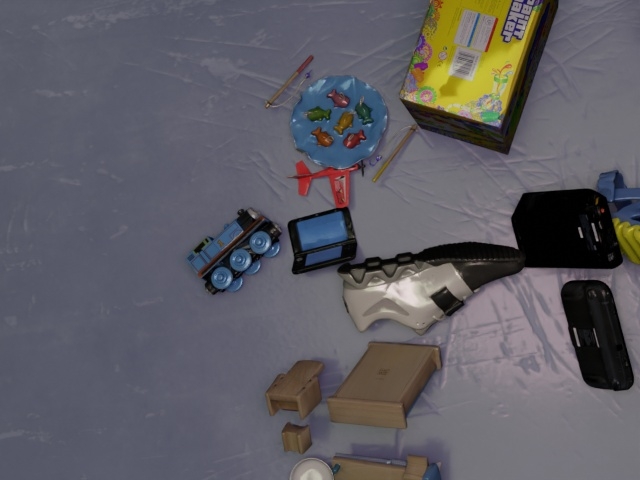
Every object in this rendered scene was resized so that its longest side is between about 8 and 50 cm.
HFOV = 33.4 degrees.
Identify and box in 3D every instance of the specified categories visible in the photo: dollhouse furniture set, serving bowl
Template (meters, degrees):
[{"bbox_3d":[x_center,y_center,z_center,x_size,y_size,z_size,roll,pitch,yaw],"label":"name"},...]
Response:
[{"bbox_3d":[0.093,0.362,1.914,0.287,0.198,0.303,1,115,26],"label":"dollhouse furniture set"},{"bbox_3d":[-0.013,0.439,1.954,0.083,0.027,0.083,-1,85,12],"label":"serving bowl"}]

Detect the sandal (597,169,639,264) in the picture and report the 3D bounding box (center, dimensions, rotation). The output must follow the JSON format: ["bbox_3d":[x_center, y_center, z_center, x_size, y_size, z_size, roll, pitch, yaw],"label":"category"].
[{"bbox_3d":[0.537,-0.034,1.782,0.138,0.126,0.317,-48,44,-11],"label":"sandal"}]

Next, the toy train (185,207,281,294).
[{"bbox_3d":[-0.159,0.018,1.993,0.184,0.080,0.105,-43,73,6],"label":"toy train"}]

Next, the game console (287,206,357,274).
[{"bbox_3d":[0.000,0.000,1.965,0.122,0.107,0.071,-15,111,11],"label":"game console"}]

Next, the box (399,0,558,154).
[{"bbox_3d":[0.278,-0.327,1.823,0.177,0.279,0.289,19,90,13],"label":"box"}]

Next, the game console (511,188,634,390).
[{"bbox_3d":[0.441,0.087,1.825,0.044,0.213,0.361,-21,100,-27],"label":"game console"}]

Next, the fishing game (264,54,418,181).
[{"bbox_3d":[0.031,-0.224,1.974,0.264,0.041,0.189,40,81,14],"label":"fishing game"}]

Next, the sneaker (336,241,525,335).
[{"bbox_3d":[0.205,0.089,1.903,0.331,0.122,0.146,-10,102,10],"label":"sneaker"}]

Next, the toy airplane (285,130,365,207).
[{"bbox_3d":[0.011,-0.124,1.991,0.151,0.028,0.151,-3,78,13],"label":"toy airplane"}]
